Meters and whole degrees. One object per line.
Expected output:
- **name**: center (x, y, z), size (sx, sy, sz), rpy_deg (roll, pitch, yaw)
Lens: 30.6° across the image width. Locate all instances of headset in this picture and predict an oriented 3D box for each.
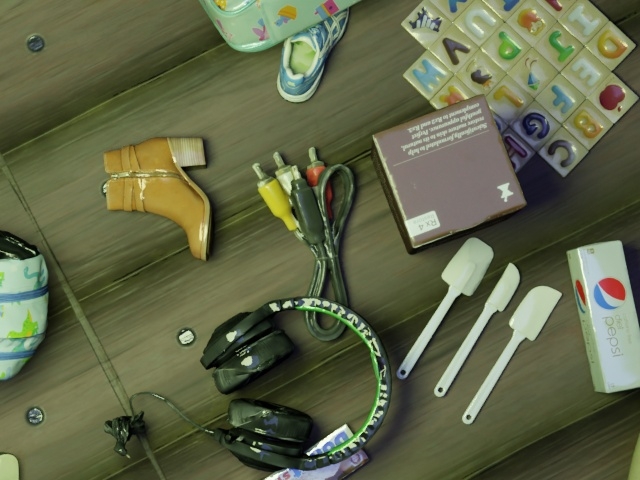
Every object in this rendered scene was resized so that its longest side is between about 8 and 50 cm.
- **headset**: center (-0.097, 0.216, 1.637), size (0.394, 0.185, 0.243), rpy_deg (-14, 84, 6)

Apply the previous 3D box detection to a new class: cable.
- **cable**: center (0.000, 0.000, 1.740), size (0.139, 0.072, 0.287), rpy_deg (-18, 98, -20)

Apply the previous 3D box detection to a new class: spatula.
- **spatula**: center (0.227, 0.135, 1.740), size (0.168, 0.019, 0.242), rpy_deg (34, 86, -4)

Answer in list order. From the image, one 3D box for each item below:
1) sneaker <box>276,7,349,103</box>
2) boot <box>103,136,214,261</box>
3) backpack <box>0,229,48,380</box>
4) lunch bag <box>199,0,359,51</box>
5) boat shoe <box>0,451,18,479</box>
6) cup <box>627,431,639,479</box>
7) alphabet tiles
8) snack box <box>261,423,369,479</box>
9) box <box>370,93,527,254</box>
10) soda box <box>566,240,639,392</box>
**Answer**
- **sneaker**: center (-0.007, -0.309, 1.739), size (0.080, 0.081, 0.211), rpy_deg (15, 82, 2)
- **boot**: center (-0.238, -0.055, 1.719), size (0.152, 0.073, 0.197), rpy_deg (-8, 73, -3)
- **backpack**: center (-0.554, 0.076, 1.614), size (0.356, 0.290, 0.273), rpy_deg (-12, 94, -9)
- **lunch bag**: center (-0.050, -0.410, 1.700), size (0.279, 0.108, 0.224), rpy_deg (-29, 50, -6)
- **boat shoe**: center (-0.462, 0.373, 1.691), size (0.049, 0.042, 0.133), rpy_deg (7, 85, -26)
- **cup**: center (0.578, 0.285, 1.609), size (0.331, 0.331, 0.237), rpy_deg (5, 59, -1)
- **alphabet tiles**: center (0.303, -0.273, 1.778), size (0.342, 0.011, 0.285), rpy_deg (44, 85, 2)
- **snack box**: center (-0.019, 0.344, 1.711), size (0.178, 0.022, 0.064), rpy_deg (-34, 85, -4)
- **box**: center (0.176, -0.087, 1.658), size (0.168, 0.203, 0.167), rpy_deg (-20, 85, 0)
- **soda box**: center (0.422, 0.111, 1.715), size (0.069, 0.074, 0.216), rpy_deg (-11, 85, -2)
